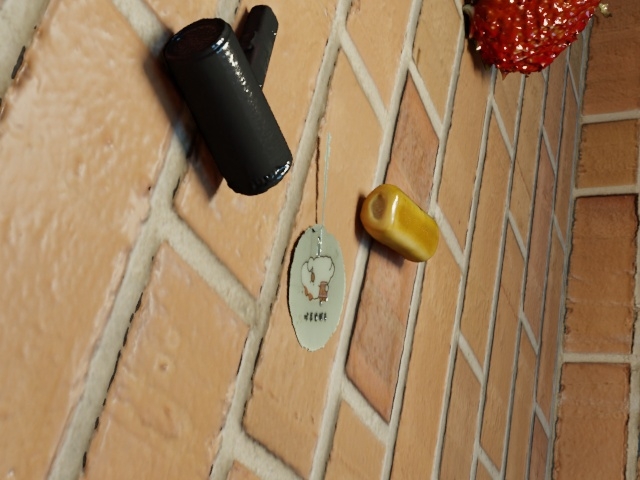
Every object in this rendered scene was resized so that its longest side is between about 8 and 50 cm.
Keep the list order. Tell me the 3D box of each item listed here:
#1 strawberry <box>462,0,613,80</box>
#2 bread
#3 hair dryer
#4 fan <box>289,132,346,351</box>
[{"bbox_3d":[0.508,-0.533,2.114,0.292,0.343,0.292,15,69,-46],"label":"strawberry"},{"bbox_3d":[0.137,-0.024,1.595,0.239,0.074,0.092,32,66,-61],"label":"bread"},{"bbox_3d":[-0.095,-0.208,1.120,0.251,0.089,0.197,-79,152,-45],"label":"hair dryer"},{"bbox_3d":[-0.001,0.000,1.369,0.191,0.009,0.329,9,83,-63],"label":"fan"}]
